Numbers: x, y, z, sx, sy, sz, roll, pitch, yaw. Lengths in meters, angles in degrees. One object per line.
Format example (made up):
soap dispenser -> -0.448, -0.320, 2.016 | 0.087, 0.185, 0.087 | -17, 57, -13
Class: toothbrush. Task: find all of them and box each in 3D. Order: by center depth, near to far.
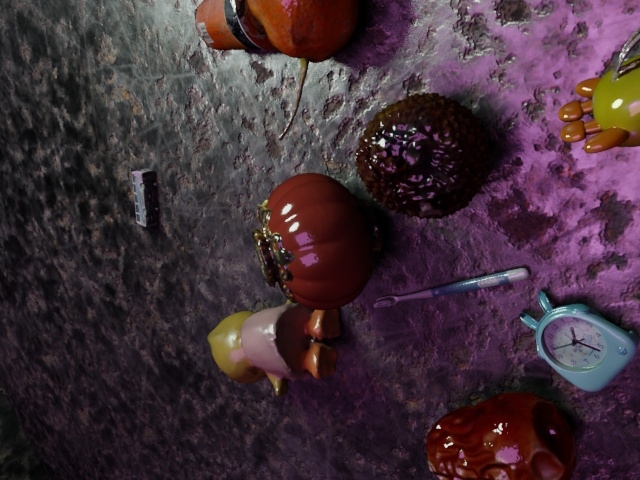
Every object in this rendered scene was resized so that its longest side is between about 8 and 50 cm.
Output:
toothbrush -> 0.200, 0.081, 0.872 | 0.276, 0.025, 0.019 | -17, 95, 38

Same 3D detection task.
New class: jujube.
jujube -> 0.271, 0.319, 0.836 | 0.230, 0.155, 0.155 | -29, 89, 48

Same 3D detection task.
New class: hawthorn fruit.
hawthorn fruit -> -0.026, -0.291, 0.819 | 0.165, 0.165, 0.285 | 14, 115, 31

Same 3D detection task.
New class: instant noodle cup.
instant noodle cup -> -0.134, -0.369, 0.893 | 0.136, 0.127, 0.127 | 6, 110, 42

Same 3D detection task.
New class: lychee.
lychee -> 0.143, -0.118, 0.746 | 0.188, 0.188, 0.187 | 13, 113, 31

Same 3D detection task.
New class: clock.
clock -> 0.359, 0.136, 0.768 | 0.147, 0.045, 0.108 | 38, 123, 20

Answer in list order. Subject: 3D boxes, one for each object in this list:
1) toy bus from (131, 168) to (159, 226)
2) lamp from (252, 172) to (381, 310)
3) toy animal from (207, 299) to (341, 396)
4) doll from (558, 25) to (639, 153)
toy bus -> -0.397, -0.098, 1.222 | 0.052, 0.037, 0.130 | 18, 118, 34
lamp -> 0.000, 0.000, 0.878 | 0.227, 0.227, 0.226 | 13, 113, 31
toy animal -> -0.107, 0.205, 1.047 | 0.281, 0.169, 0.195 | -20, 52, 43
doll -> 0.376, -0.170, 0.595 | 0.221, 0.142, 0.135 | -19, 129, 37
